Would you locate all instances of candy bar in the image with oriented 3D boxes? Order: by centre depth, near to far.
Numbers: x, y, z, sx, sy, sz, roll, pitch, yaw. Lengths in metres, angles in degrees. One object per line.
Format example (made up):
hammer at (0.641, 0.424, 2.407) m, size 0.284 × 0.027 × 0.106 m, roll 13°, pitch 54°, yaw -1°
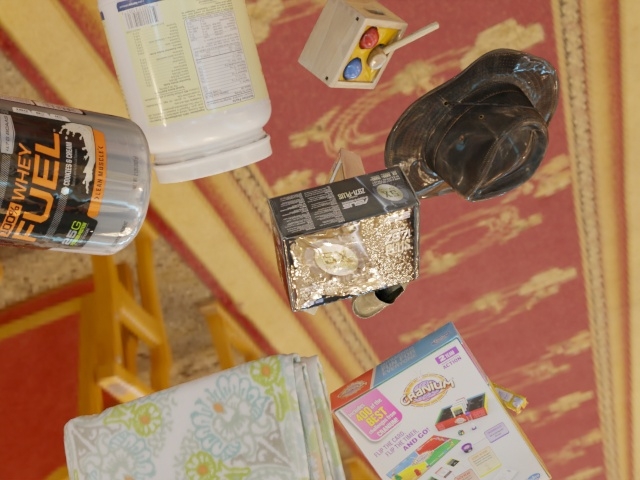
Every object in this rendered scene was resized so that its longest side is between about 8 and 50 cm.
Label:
candy bar at (0.300, 0.271, 1.846) m, size 0.040 × 0.161 × 0.018 m, roll -49°, pitch 148°, yaw -32°

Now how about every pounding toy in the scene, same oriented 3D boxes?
pounding toy at (0.069, -0.282, 1.441) m, size 0.141 × 0.100 × 0.130 m, roll -9°, pitch 134°, yaw -52°

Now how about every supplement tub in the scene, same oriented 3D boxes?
supplement tub at (-0.394, -0.088, 1.295) m, size 0.316 × 0.194 × 0.193 m, roll 6°, pitch 142°, yaw -36°
supplement tub at (-0.213, -0.276, 1.658) m, size 0.235 × 0.325 × 0.235 m, roll -13°, pitch -168°, yaw 3°

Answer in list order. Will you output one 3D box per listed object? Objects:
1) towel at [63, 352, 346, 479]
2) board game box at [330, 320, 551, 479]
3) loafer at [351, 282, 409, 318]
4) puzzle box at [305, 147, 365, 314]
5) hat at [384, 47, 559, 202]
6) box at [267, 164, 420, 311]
towel at (-0.138, 0.334, 1.249) m, size 0.374 × 0.321 × 0.090 m, roll -19°, pitch 157°, yaw 18°
board game box at (0.200, 0.326, 1.682) m, size 0.242 × 0.064 × 0.316 m, roll -31°, pitch 107°, yaw 7°
loafer at (0.101, 0.091, 1.751) m, size 0.056 × 0.050 × 0.148 m, roll 34°, pitch 128°, yaw -11°
puzzle box at (0.018, -0.034, 2.126) m, size 0.052 × 0.409 × 0.272 m, roll 23°, pitch 103°, yaw -7°
hat at (0.280, -0.150, 1.680) m, size 0.331 × 0.134 × 0.331 m, roll -18°, pitch 143°, yaw -14°
box at (0.033, -0.001, 1.306) m, size 0.180 × 0.077 × 0.147 m, roll -14°, pitch 138°, yaw -9°
